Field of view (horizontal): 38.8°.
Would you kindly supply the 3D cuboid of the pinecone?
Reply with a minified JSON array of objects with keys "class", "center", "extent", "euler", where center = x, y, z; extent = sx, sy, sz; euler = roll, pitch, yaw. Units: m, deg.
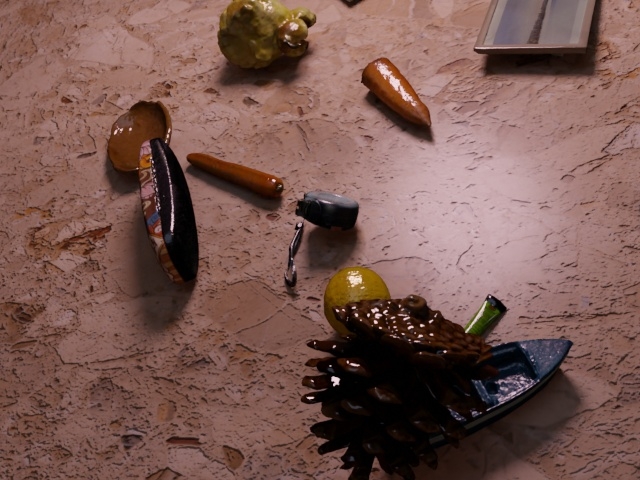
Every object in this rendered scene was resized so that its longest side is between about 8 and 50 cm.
[{"class":"pinecone","center":[0.087,0.191,1.185],"extent":[0.264,0.264,0.264],"euler":[-9,49,11]}]

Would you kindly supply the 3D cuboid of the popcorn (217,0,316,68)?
[{"class":"popcorn","center":[-0.119,-0.436,1.918],"extent":[0.195,0.173,0.168],"euler":[24,98,4]}]

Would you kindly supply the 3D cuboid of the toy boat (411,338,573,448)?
[{"class":"toy boat","center":[0.229,0.219,1.310],"extent":[0.299,0.061,0.096],"euler":[-24,48,-2]}]

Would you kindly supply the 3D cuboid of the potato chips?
[{"class":"potato chips","center":[-0.366,-0.207,1.865],"extent":[0.150,0.049,0.201],"euler":[-27,51,1]}]

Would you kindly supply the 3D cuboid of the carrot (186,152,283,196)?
[{"class":"carrot","center":[-0.167,-0.130,1.742],"extent":[0.248,0.043,0.043],"euler":[22,61,33]}]

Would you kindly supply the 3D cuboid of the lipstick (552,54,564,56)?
[{"class":"lipstick","center":[0.476,-0.399,1.773],"extent":[0.025,0.025,0.107],"euler":[13,51,25]}]

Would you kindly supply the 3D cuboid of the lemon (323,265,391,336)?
[{"class":"lemon","center":[0.058,0.100,1.433],"extent":[0.109,0.109,0.133],"euler":[-19,54,2]}]

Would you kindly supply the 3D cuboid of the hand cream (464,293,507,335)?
[{"class":"hand cream","center":[0.239,0.134,1.403],"extent":[0.036,0.023,0.122],"euler":[38,68,16]}]

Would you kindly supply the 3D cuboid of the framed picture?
[{"class":"framed picture","center":[0.439,-0.457,1.814],"extent":[0.213,0.016,0.289],"euler":[5,46,22]}]

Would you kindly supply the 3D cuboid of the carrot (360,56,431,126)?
[{"class":"carrot","center":[0.157,-0.277,1.745],"extent":[0.072,0.072,0.205],"euler":[-32,51,-10]}]

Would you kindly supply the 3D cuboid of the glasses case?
[{"class":"glasses case","center":[-0.278,-0.059,1.664],"extent":[0.082,0.122,0.321],"euler":[-18,48,1]}]

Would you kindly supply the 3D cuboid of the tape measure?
[{"class":"tape measure","center":[0.000,0.001,1.586],"extent":[0.107,0.104,0.179],"euler":[13,89,0]}]
